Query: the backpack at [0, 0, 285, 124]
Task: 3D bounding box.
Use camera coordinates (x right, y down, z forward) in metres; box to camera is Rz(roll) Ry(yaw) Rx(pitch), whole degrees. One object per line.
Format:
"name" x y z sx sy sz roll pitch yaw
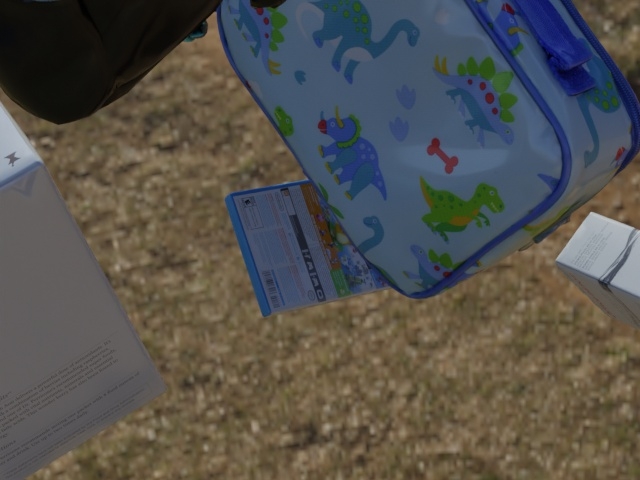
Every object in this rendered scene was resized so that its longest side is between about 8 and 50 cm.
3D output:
"backpack" -0.095 -0.264 0.420 0.273 0.355 0.290 33 73 24

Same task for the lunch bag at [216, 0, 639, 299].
"lunch bag" 0.056 -0.092 0.791 0.090 0.176 0.219 -27 79 -42

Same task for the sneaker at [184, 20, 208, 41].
"sneaker" -0.134 -0.216 1.427 0.076 0.065 0.166 35 23 12

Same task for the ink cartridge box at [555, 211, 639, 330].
"ink cartridge box" 0.300 0.043 1.332 0.063 0.109 0.150 -55 39 -6

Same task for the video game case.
"video game case" 0.000 0.000 1.406 0.166 0.015 0.119 -11 76 -33

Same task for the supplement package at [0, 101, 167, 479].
"supplement package" -0.281 0.033 1.249 0.177 0.293 0.175 -31 47 -11
